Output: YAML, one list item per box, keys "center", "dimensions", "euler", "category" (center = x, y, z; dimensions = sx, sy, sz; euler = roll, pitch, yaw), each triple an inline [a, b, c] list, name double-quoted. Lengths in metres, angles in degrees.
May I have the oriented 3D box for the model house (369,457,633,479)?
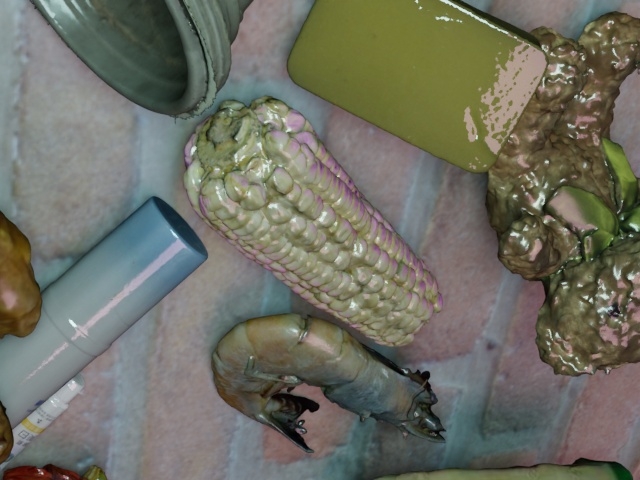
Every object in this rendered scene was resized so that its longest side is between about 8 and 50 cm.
- center: [0.162, 0.466, 1.237]
  dimensions: [0.335, 0.382, 0.342]
  euler: [3, 155, -27]
  category: "model house"

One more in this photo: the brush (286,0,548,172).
- center: [0.082, -0.153, 0.918]
  dimensions: [0.197, 0.059, 0.123]
  euler: [27, 113, -3]
  category: "brush"

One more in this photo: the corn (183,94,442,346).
- center: [0.000, -0.002, 0.999]
  dimensions: [0.127, 0.126, 0.335]
  euler: [-40, 134, 4]
  category: "corn"

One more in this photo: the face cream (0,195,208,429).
- center: [-0.216, 0.069, 0.965]
  dimensions: [0.250, 0.077, 0.077]
  euler: [-41, 129, 6]
  category: "face cream"

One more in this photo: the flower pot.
- center: [-0.119, -0.212, 0.758]
  dimensions: [0.140, 0.235, 0.235]
  euler: [-46, 133, -23]
  category: "flower pot"

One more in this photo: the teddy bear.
- center: [0.260, -0.036, 1.015]
  dimensions: [0.246, 0.222, 0.296]
  euler: [-19, 137, -35]
  category: "teddy bear"

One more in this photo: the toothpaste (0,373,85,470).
- center: [-0.300, 0.193, 1.040]
  dimensions: [0.190, 0.031, 0.048]
  euler: [-42, 135, 8]
  category: "toothpaste"

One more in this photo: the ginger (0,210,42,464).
- center: [-0.368, 0.095, 0.842]
  dimensions: [0.274, 0.152, 0.357]
  euler: [6, 102, -42]
  category: "ginger"

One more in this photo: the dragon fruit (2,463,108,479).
- center: [-0.264, 0.254, 1.070]
  dimensions: [0.106, 0.083, 0.162]
  euler: [-13, 165, -45]
  category: "dragon fruit"

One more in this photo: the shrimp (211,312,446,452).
- center: [0.002, 0.162, 1.117]
  dimensions: [0.178, 0.075, 0.289]
  euler: [-27, 143, 31]
  category: "shrimp"
